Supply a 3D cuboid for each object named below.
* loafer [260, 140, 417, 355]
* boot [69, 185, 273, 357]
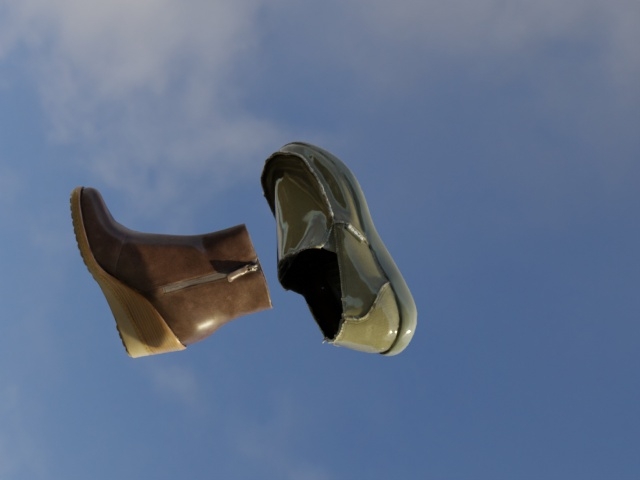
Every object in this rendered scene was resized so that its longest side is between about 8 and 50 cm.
[{"bbox_3d":[0.000,0.000,0.805,0.251,0.087,0.094,58,-45,33],"label":"loafer"},{"bbox_3d":[-0.195,0.015,1.113,0.206,0.090,0.249,-23,-85,-2],"label":"boot"}]
